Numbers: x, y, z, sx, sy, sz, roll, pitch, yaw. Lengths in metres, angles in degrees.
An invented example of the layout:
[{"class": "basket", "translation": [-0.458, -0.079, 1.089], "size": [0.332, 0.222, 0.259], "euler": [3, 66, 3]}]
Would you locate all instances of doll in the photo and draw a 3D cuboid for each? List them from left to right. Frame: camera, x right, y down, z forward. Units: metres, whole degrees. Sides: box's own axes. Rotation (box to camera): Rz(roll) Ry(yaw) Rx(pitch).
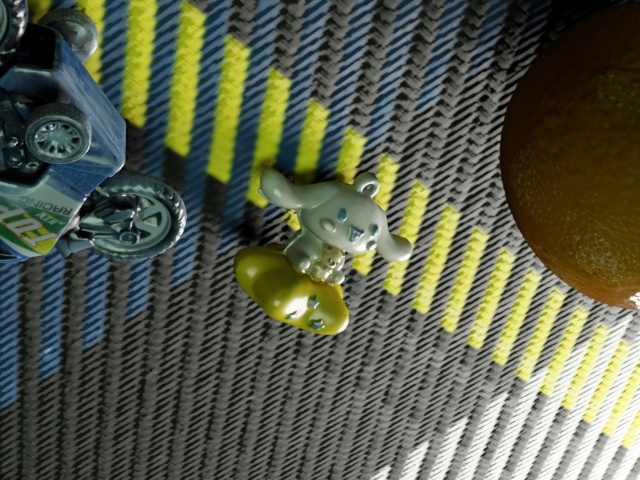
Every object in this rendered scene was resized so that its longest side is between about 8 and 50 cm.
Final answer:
[{"class": "doll", "translation": [0.005, 0.002, 1.031], "size": [0.135, 0.071, 0.113], "euler": [-2, 122, -33]}]

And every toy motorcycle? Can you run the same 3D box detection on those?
[{"class": "toy motorcycle", "translation": [-0.178, -0.059, 0.835], "size": [0.135, 0.092, 0.254], "euler": [-19, 136, 14]}]

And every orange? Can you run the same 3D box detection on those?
[{"class": "orange", "translation": [0.205, -0.050, 0.946], "size": [0.206, 0.206, 0.206], "euler": [-13, 143, -10]}]
